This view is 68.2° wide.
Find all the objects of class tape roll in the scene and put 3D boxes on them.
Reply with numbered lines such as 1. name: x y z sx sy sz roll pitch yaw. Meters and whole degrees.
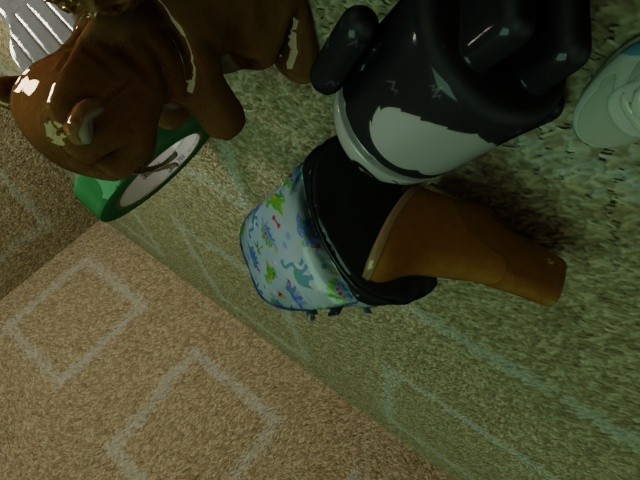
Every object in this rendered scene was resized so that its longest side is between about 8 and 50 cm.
1. tape roll: -0.365 -0.175 1.004 0.077 0.321 0.321 47 156 -7

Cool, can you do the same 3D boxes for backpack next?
1. backpack: 0.000 0.000 0.855 0.290 0.273 0.355 65 167 -4

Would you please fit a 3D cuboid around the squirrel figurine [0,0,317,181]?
1. squirrel figurine: -0.229 -0.274 0.575 0.281 0.370 0.397 32 154 23

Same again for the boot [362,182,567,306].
1. boot: 0.190 0.019 0.578 0.211 0.295 0.104 32 120 16

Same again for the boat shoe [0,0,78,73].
1. boat shoe: -0.427 -0.327 0.768 0.335 0.121 0.119 52 178 26

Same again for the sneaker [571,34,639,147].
1. sneaker: 0.294 -0.125 0.370 0.087 0.092 0.228 45 157 -9

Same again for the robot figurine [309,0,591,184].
1. robot figurine: 0.122 -0.157 0.476 0.209 0.173 0.278 49 155 -7
